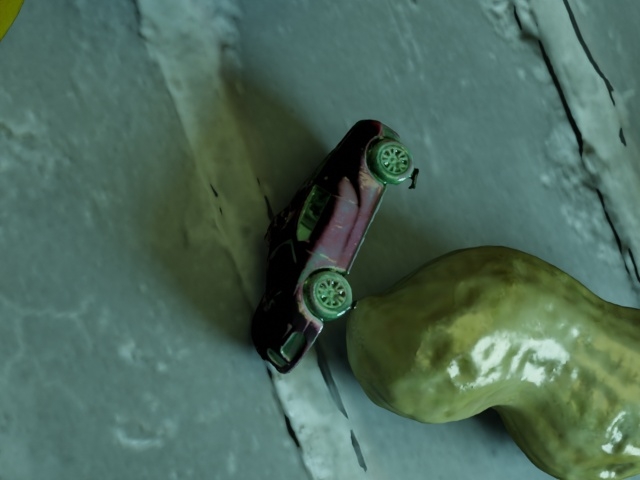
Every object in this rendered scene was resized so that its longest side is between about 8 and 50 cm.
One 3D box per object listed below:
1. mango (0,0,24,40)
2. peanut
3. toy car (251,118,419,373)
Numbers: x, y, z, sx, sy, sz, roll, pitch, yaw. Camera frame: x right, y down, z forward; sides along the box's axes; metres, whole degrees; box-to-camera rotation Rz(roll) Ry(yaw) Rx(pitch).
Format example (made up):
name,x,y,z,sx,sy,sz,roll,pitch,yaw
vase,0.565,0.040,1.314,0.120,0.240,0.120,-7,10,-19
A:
name,x,y,z,sx,sy,sz,roll,pitch,yaw
mango,-0.186,-0.128,0.763,0.101,0.066,0.187,19,76,-25
peanut,0.116,0.066,0.868,0.229,0.098,0.103,22,35,-21
toy car,0.000,0.000,0.833,0.055,0.069,0.142,29,63,-9
